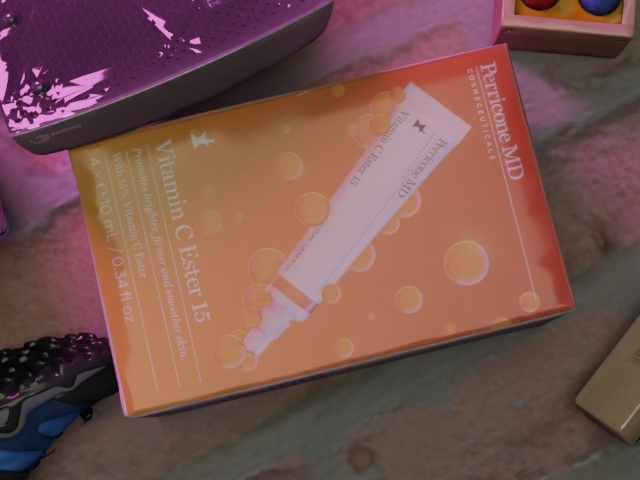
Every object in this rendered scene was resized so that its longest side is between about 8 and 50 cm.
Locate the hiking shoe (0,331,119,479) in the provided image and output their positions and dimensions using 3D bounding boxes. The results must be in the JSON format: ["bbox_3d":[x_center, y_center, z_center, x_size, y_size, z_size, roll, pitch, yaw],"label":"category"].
[{"bbox_3d":[-0.282,0.188,1.128,0.304,0.113,0.132,-31,111,-6],"label":"hiking shoe"}]

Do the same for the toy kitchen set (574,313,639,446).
[{"bbox_3d":[0.345,0.167,1.133,0.122,0.166,0.207,-50,49,-5],"label":"toy kitchen set"}]

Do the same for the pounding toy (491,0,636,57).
[{"bbox_3d":[0.199,-0.238,1.159,0.130,0.100,0.141,5,84,1],"label":"pounding toy"}]

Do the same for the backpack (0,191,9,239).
[{"bbox_3d":[-0.358,-0.036,1.081,0.191,0.225,0.253,-11,87,4],"label":"backpack"}]

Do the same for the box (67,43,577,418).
[{"bbox_3d":[0.000,0.000,1.100,0.345,0.168,0.215,-14,83,-1],"label":"box"}]

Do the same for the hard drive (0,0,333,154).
[{"bbox_3d":[-0.131,-0.165,1.053,0.255,0.054,0.172,-24,53,-7],"label":"hard drive"}]
